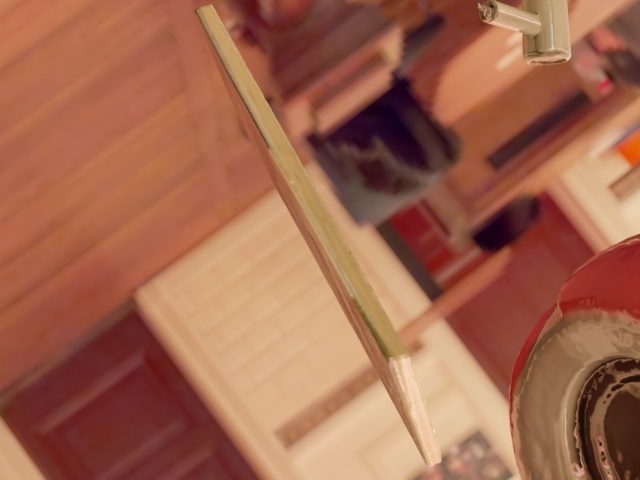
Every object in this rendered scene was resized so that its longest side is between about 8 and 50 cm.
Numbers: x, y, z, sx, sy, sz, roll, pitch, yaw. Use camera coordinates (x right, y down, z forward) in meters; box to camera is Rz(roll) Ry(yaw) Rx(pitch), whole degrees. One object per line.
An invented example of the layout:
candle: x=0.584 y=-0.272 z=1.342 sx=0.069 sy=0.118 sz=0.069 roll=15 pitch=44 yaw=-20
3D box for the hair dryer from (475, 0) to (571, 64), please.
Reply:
hair dryer: x=0.150 y=-0.173 z=1.490 sx=0.038 sy=0.063 sz=0.124 roll=-7 pitch=172 yaw=36

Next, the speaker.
speaker: x=0.271 y=0.126 z=1.306 sx=0.294 sy=0.294 sz=0.294 roll=-36 pitch=172 yaw=-6

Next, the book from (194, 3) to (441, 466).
book: x=0.000 y=0.000 z=1.454 sx=0.018 sy=0.322 sz=0.228 roll=-28 pitch=153 yaw=-4
